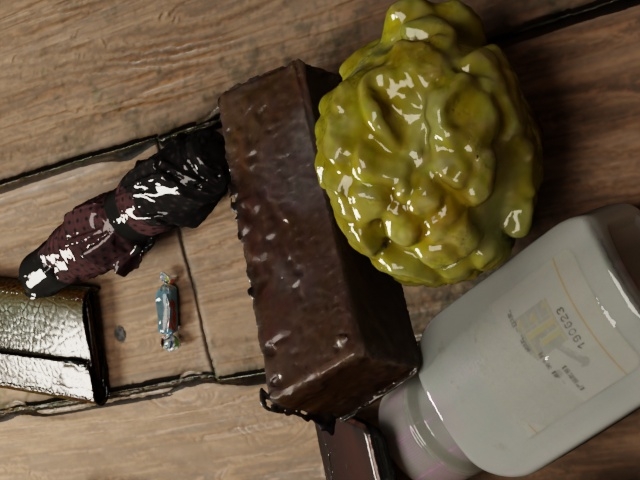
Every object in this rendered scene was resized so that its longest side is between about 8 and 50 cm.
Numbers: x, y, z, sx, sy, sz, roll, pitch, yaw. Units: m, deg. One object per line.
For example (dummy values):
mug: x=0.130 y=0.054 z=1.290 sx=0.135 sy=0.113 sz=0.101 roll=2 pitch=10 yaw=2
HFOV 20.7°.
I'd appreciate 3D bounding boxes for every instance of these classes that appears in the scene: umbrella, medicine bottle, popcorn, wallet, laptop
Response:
umbrella: x=-0.200 y=-0.017 z=1.780 sx=0.326 sy=0.090 sz=0.094 roll=-33 pitch=82 yaw=40
medicine bottle: x=0.180 y=0.103 z=1.478 sx=0.296 sy=0.111 sz=0.161 roll=-41 pitch=75 yaw=36
popcorn: x=0.092 y=-0.078 z=1.461 sx=0.181 sy=0.217 sz=0.235 roll=-13 pitch=81 yaw=16
wallet: x=-0.336 y=0.107 z=1.954 sx=0.243 sy=0.039 sz=0.133 roll=6 pitch=103 yaw=39
laptop: x=0.041 y=0.228 z=1.603 sx=0.207 sy=0.026 sz=0.154 roll=179 pitch=78 yaw=-76

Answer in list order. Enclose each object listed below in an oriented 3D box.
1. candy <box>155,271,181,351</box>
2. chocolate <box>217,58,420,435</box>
candy: x=-0.156 y=0.074 z=1.808 sx=0.030 sy=0.020 sz=0.083 roll=9 pitch=104 yaw=38
chocolate: x=0.000 y=0.000 z=1.549 sx=0.112 sy=0.112 sz=0.321 roll=-28 pitch=60 yaw=33
